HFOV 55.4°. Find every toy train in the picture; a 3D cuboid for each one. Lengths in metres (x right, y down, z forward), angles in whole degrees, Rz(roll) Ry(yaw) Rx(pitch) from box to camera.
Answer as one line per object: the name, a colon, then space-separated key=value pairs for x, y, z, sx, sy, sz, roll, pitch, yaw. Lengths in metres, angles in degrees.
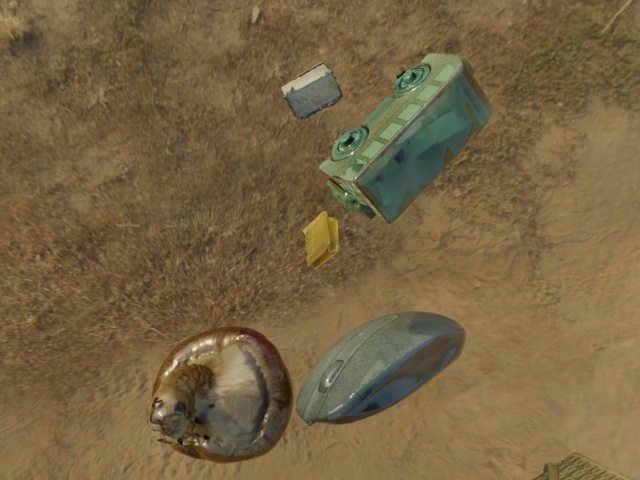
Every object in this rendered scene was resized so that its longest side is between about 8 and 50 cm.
toy train: x=0.149 y=-0.177 z=1.013 sx=0.326 sy=0.159 sz=0.129 roll=-46 pitch=123 yaw=-3

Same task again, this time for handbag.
handbag: x=0.000 y=0.000 z=0.939 sx=0.027 sy=0.061 sz=0.083 roll=33 pitch=33 yaw=-27

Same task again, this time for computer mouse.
computer mouse: x=0.110 y=0.208 z=1.107 sx=0.374 sy=0.203 sz=0.114 roll=-22 pitch=103 yaw=-37

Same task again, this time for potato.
potato: x=-0.022 y=-0.328 z=1.342 sx=0.122 sy=0.061 sz=0.086 roll=-27 pitch=129 yaw=2

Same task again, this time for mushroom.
mushroom: x=-0.178 y=0.270 z=1.099 sx=0.267 sy=0.254 sz=0.267 roll=5 pitch=65 yaw=-10

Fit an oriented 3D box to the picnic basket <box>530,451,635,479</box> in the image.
picnic basket: x=0.241 y=0.260 z=0.491 sx=0.079 sy=0.164 sz=0.115 roll=-21 pitch=100 yaw=-22
